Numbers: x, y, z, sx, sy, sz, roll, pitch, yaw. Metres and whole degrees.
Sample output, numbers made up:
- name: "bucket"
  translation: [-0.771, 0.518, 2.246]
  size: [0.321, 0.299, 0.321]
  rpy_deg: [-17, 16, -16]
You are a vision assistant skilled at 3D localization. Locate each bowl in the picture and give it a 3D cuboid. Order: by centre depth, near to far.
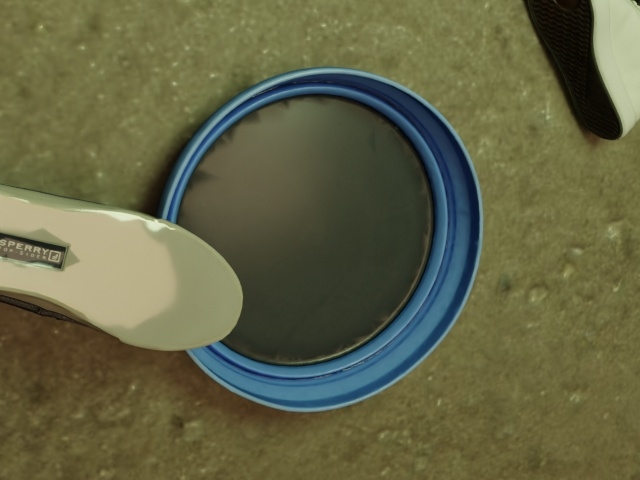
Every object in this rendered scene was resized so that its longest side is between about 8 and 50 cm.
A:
- name: "bowl"
  translation: [0.000, 0.000, 0.964]
  size: [0.391, 0.077, 0.391]
  rpy_deg: [-5, 105, -21]

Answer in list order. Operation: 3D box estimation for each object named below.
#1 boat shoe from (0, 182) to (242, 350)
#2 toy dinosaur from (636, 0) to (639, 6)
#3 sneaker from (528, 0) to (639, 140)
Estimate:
- name: "boat shoe"
  translation: [-0.249, 0.010, 0.818]
  size: [0.341, 0.158, 0.127]
  rpy_deg: [21, 89, -25]
- name: "toy dinosaur"
  translation: [0.407, -0.389, 1.009]
  size: [0.160, 0.121, 0.313]
  rpy_deg: [-25, 108, -1]
- name: "sneaker"
  translation: [0.342, -0.272, 1.030]
  size: [0.123, 0.106, 0.290]
  rpy_deg: [-41, 124, -16]
